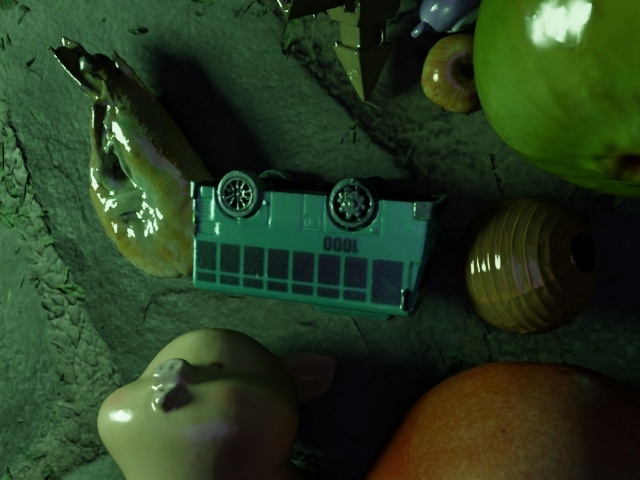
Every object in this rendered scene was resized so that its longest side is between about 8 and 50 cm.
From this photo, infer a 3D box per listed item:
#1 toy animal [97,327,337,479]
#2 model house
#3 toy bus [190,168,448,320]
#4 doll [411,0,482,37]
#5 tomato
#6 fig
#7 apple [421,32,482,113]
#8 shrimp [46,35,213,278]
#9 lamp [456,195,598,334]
[{"bbox_3d":[-0.101,0.255,0.635,0.236,0.269,0.327,-9,127,16],"label":"toy animal"},{"bbox_3d":[0.026,-0.265,0.584,0.176,0.180,0.248,37,141,47],"label":"model house"},{"bbox_3d":[0.000,0.000,0.617,0.255,0.128,0.147,7,101,16],"label":"toy bus"},{"bbox_3d":[0.167,-0.267,0.552,0.206,0.110,0.067,-42,104,8],"label":"doll"},{"bbox_3d":[0.197,0.289,0.526,0.341,0.273,0.342,2,97,14],"label":"tomato"},{"bbox_3d":[0.286,-0.191,0.450,0.315,0.316,0.317,2,97,14],"label":"fig"},{"bbox_3d":[0.145,-0.170,0.587,0.083,0.071,0.084,2,103,8],"label":"apple"},{"bbox_3d":[-0.234,-0.095,0.693,0.168,0.077,0.317,-33,91,19],"label":"shrimp"},{"bbox_3d":[0.201,0.024,0.563,0.136,0.136,0.137,2,97,14],"label":"lamp"}]
